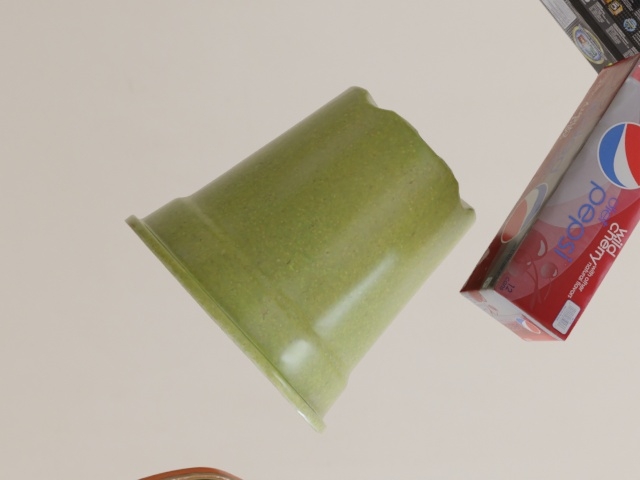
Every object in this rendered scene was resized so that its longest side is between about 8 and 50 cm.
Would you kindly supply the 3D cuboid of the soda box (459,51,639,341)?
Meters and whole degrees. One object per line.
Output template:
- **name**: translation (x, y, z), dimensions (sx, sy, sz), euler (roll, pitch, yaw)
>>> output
- **soda box**: translation (0.237, -0.038, 1.228), dimensions (0.263, 0.083, 0.092), euler (-56, -171, -11)

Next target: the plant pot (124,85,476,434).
- **plant pot**: translation (0.000, 0.000, 1.306), dimensions (0.254, 0.276, 0.276), euler (-42, -137, -5)

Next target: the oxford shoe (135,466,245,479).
- **oxford shoe**: translation (-0.093, 0.291, 1.343), dimensions (0.271, 0.097, 0.098), euler (9, -141, -27)

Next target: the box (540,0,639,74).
- **box**: translation (0.394, -0.238, 1.477), dimensions (0.216, 0.060, 0.270), euler (-38, -92, -12)
